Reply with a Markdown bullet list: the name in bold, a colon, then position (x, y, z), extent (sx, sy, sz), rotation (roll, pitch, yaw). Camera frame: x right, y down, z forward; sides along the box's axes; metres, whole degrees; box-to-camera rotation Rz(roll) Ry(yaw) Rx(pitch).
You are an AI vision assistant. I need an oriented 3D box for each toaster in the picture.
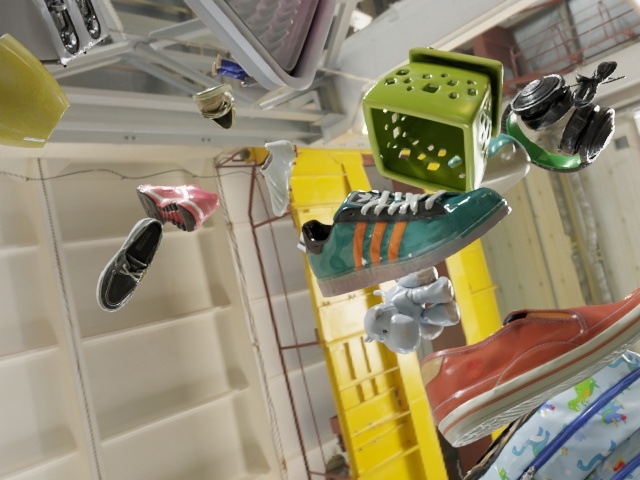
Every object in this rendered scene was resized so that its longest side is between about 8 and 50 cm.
- **toaster**: position (-0.456, -0.345, 0.827), extent (0.168, 0.185, 0.110), rotation (-78, -14, -53)

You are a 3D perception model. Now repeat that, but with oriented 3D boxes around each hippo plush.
- **hippo plush**: position (0.239, 0.195, 1.549), extent (0.294, 0.234, 0.236), rotation (34, -140, 26)

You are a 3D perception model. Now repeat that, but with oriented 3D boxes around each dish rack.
- **dish rack**: position (-0.114, -0.357, 0.637), extent (0.333, 0.072, 0.286), rotation (43, -137, -34)

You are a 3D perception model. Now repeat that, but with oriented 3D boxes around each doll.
- **doll**: position (-0.218, -0.498, 1.565), extent (0.189, 0.129, 0.046), rotation (5, -108, -29)

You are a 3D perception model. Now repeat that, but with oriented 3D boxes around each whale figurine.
- **whale figurine**: position (0.376, -0.183, 1.284), extent (0.272, 0.216, 0.141), rotation (-9, -116, -32)

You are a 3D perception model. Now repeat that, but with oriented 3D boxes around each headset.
- **headset**: position (0.555, -0.273, 1.228), extent (0.243, 0.394, 0.185), rotation (38, -107, 9)

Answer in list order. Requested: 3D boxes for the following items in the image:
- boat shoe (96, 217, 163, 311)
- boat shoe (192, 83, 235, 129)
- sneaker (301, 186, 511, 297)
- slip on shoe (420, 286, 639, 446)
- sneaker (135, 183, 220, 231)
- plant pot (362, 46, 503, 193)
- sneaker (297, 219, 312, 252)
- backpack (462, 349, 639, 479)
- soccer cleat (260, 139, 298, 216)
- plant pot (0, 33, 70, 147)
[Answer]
- **boat shoe**: position (-0.402, 0.050, 1.117), extent (0.077, 0.070, 0.219), rotation (29, -101, -28)
- **boat shoe**: position (-0.149, -0.192, 0.773), extent (0.056, 0.153, 0.048), rotation (-19, -82, -5)
- **sneaker**: position (0.086, -0.018, 0.682), extent (0.108, 0.302, 0.121), rotation (-32, -84, -50)
- **slip on shoe**: position (0.260, 0.116, 0.602), extent (0.331, 0.123, 0.101), rotation (-21, -124, -16)
- **sneaker**: position (-0.410, -0.110, 1.534), extent (0.136, 0.313, 0.116), rotation (-39, -49, -35)
- **plant pot**: position (0.242, -0.249, 1.070), extent (0.207, 0.227, 0.228), rotation (-57, -30, -21)
- **sneaker**: position (0.000, 0.000, 1.581), extent (0.090, 0.235, 0.095), rotation (17, -86, -30)
- **backpack**: position (0.431, 0.338, 0.863), extent (0.290, 0.273, 0.356), rotation (12, -76, -42)
- **soccer cleat**: position (-0.100, -0.140, 1.194), extent (0.076, 0.196, 0.068), rotation (1, -139, -13)
- **plant pot**: position (-0.373, -0.168, 0.654), extent (0.095, 0.134, 0.134), rotation (32, -122, -29)
